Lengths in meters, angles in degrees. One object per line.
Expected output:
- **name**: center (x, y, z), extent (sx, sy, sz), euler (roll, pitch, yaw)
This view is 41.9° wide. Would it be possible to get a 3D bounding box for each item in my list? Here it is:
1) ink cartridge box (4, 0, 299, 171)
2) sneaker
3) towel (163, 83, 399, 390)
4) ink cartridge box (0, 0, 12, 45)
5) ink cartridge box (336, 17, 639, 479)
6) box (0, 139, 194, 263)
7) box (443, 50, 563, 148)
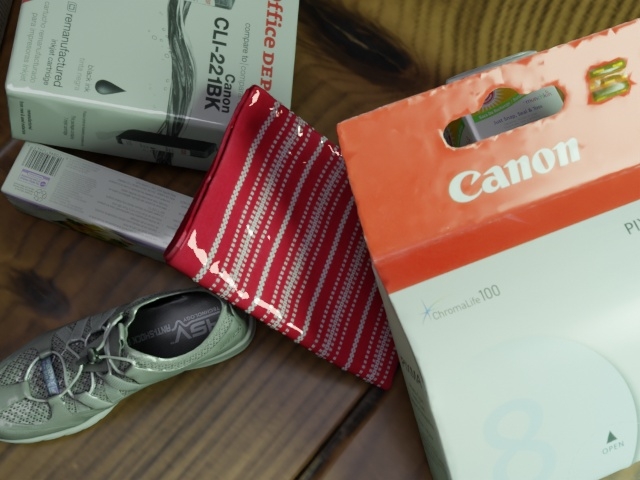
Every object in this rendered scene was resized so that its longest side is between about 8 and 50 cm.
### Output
- **ink cartridge box**: center (-0.166, -0.190, 0.865), extent (0.272, 0.114, 0.197), euler (9, 71, -15)
- **sneaker**: center (-0.200, 0.101, 0.796), extent (0.281, 0.115, 0.105), euler (-25, 74, -10)
- **towel**: center (0.000, 0.000, 0.807), extent (0.274, 0.031, 0.199), euler (34, 68, -25)
- **ink cartridge box**: center (-0.428, -0.293, 0.839), extent (0.151, 0.270, 0.396), euler (4, 71, 1)
- **ink cartridge box**: center (0.212, 0.035, 0.746), extent (0.308, 0.091, 0.385), euler (-20, 110, -8)
- **box**: center (-0.165, -0.016, 0.864), extent (0.323, 0.063, 0.067), euler (19, 73, 4)
- **box**: center (0.207, -0.074, 0.871), extent (0.103, 0.114, 0.203), euler (-20, 75, -8)
